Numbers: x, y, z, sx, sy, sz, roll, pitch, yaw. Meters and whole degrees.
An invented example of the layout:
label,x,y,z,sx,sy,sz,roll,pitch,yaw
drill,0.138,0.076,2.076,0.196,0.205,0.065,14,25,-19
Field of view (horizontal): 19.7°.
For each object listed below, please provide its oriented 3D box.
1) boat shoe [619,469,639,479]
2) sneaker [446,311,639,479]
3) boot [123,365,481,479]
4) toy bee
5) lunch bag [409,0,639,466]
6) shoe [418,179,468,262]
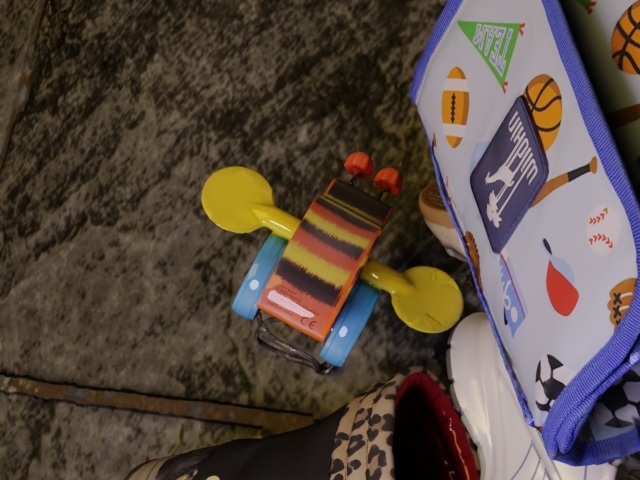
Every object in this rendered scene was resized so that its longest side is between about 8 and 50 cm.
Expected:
label,x,y,z,sx,sy,sz,roll,pitch,yaw
boat shoe,0.230,0.207,1.178,0.133,0.042,0.049,53,150,-1
sneaker,0.170,0.162,1.246,0.129,0.111,0.297,-26,58,27
boot,-0.011,0.285,1.286,0.284,0.138,0.377,-28,49,32
toy bee,0.000,0.000,1.366,0.162,0.195,0.298,-63,20,-8
lunch bag,0.248,-0.078,1.166,0.385,0.239,0.327,-34,52,24
shoe,0.165,0.002,1.355,0.219,0.076,0.058,18,129,44
